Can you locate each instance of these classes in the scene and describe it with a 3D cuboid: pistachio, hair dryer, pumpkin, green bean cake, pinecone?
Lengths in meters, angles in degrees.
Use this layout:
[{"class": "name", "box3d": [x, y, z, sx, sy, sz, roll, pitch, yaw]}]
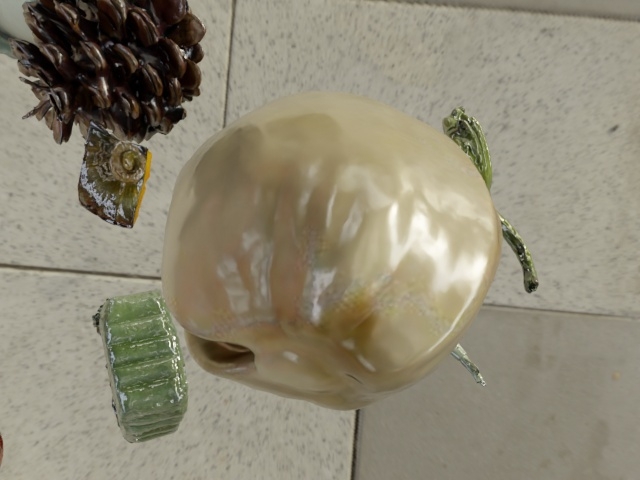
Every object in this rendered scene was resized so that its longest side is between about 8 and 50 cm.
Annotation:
[{"class": "pistachio", "box3d": [0.000, 0.000, 1.082, 0.365, 0.445, 0.281, -31, 127, -8]}, {"class": "hair dryer", "box3d": [0.162, 0.139, 1.525, 0.067, 0.167, 0.199, -31, 94, -28]}, {"class": "pumpkin", "box3d": [-0.216, -0.071, 1.048, 0.073, 0.035, 0.101, 19, 109, 4]}, {"class": "green bean cake", "box3d": [-0.296, 0.206, 1.635, 0.125, 0.227, 0.222, -12, 71, -20]}, {"class": "pinecone", "box3d": [-0.236, -0.202, 1.091, 0.221, 0.221, 0.221, 0, 87, -2]}]

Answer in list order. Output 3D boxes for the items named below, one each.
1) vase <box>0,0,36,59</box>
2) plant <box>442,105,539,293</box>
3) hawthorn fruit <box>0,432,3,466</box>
[{"class": "vase", "box3d": [-0.341, -0.354, 1.319, 0.245, 0.291, 0.245, -7, 103, -30]}, {"class": "plant", "box3d": [0.255, -0.060, 1.760, 0.180, 0.251, 0.333, -25, 94, 26]}, {"class": "hawthorn fruit", "box3d": [-0.463, 0.247, 1.180, 0.243, 0.207, 0.207, -35, 88, 27]}]
